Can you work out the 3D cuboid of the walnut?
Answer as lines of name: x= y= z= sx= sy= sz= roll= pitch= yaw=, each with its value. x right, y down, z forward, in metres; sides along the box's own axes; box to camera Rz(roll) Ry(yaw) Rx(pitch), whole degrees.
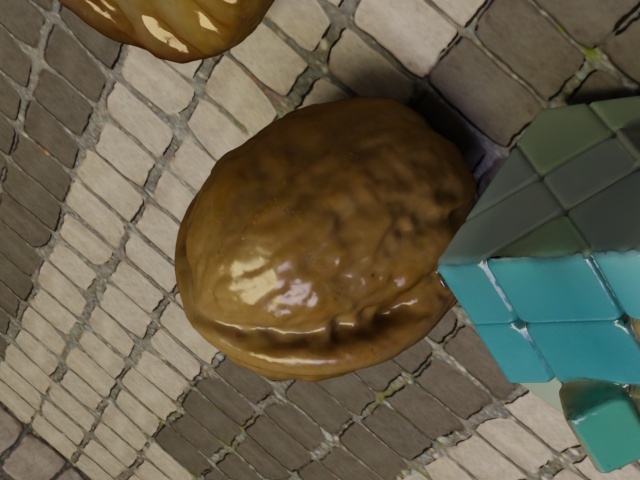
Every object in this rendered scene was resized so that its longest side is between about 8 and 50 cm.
walnut: x=0.000 y=0.000 z=1.335 sx=0.257 sy=0.257 sz=0.224 roll=29 pitch=150 yaw=22

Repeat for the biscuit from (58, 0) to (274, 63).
biscuit: x=-0.149 y=-0.254 z=1.331 sx=0.274 sy=0.091 sz=0.213 roll=32 pitch=148 yaw=13

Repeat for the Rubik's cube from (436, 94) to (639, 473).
Rubik's cube: x=0.219 y=0.036 z=1.154 sx=0.265 sy=0.224 sz=0.213 roll=-3 pitch=131 yaw=45
